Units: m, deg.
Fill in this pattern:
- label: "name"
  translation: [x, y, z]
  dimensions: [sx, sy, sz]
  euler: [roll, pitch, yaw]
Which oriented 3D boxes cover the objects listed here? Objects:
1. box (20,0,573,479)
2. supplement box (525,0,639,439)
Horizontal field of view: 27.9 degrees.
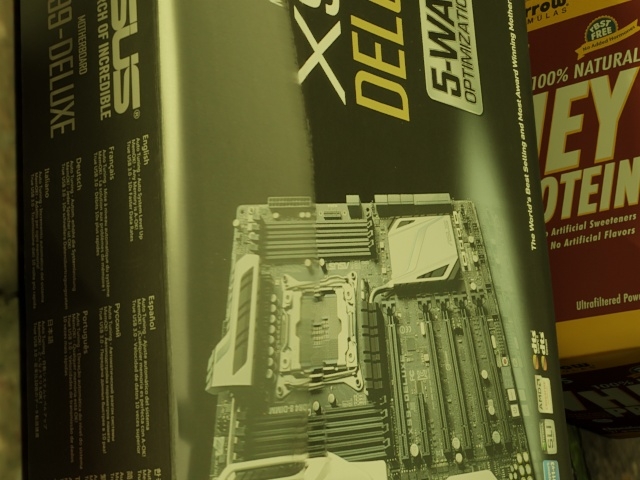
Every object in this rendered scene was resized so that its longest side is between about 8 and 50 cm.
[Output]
- label: "box"
  translation: [0.000, 0.000, 0.512]
  dimensions: [0.242, 0.076, 0.307]
  euler: [12, 70, -49]
- label: "supplement box"
  translation: [0.163, -0.008, 0.678]
  dimensions: [0.194, 0.129, 0.191]
  euler: [23, 62, -46]
